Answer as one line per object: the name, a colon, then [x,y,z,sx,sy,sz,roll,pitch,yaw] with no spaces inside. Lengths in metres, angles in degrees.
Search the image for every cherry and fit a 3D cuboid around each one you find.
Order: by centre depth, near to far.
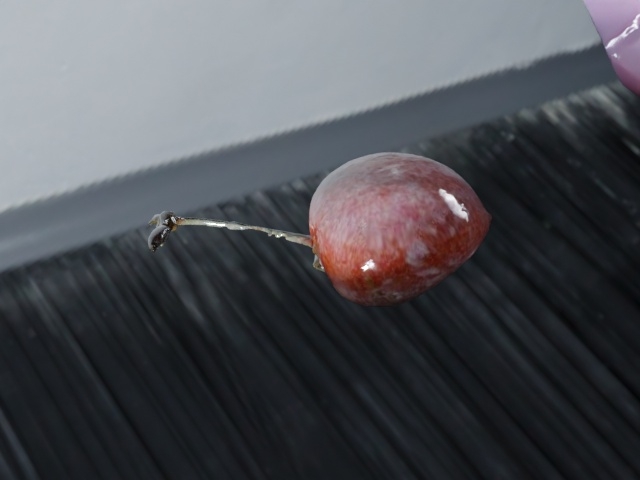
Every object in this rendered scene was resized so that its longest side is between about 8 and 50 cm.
cherry: [0.000,0.000,0.875,0.225,0.107,0.090,-11,141,1]

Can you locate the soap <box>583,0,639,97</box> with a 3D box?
soap: [0.280,-0.178,0.909,0.193,0.324,0.109,-54,173,25]
